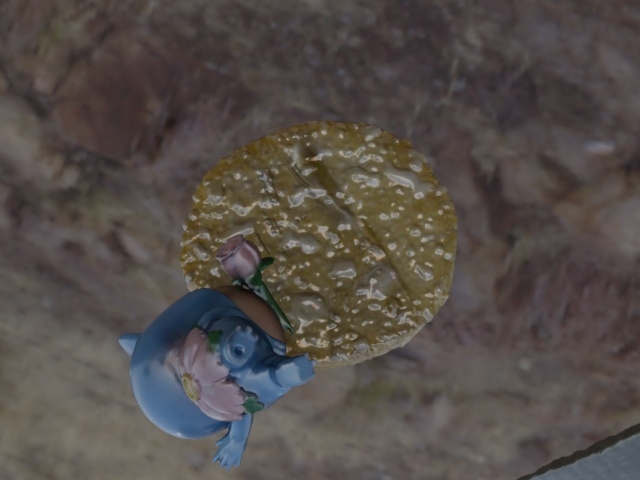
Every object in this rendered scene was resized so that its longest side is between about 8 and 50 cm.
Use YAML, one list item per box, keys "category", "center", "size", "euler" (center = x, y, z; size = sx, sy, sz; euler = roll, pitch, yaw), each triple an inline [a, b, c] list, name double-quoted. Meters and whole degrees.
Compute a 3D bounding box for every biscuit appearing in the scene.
- category: "biscuit"
  center: [0.000, 0.001, 1.260]
  size: [0.220, 0.219, 0.033]
  euler: [14, 159, 12]

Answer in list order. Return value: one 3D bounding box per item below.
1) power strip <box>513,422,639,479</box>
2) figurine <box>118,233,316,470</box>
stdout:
- category: "power strip"
  center: [0.288, 0.222, 1.145]
  size: [0.251, 0.092, 0.257]
  euler: [52, 147, 1]
- category: "figurine"
  center: [-0.057, 0.075, 1.146]
  size: [0.114, 0.144, 0.178]
  euler: [42, 159, -15]
